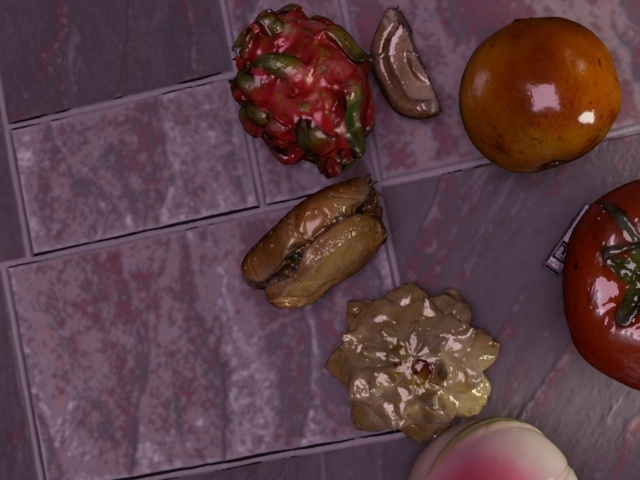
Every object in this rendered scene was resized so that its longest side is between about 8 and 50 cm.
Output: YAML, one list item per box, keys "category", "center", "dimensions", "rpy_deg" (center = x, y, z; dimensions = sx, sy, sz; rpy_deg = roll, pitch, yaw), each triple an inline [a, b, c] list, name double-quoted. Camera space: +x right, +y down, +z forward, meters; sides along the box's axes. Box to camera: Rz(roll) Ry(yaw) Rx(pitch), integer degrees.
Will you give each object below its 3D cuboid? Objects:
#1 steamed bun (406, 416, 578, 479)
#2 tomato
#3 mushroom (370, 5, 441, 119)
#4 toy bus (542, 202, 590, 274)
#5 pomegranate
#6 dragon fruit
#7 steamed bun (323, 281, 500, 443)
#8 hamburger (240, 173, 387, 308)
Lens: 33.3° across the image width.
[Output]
- category: "steamed bun"
  center: [0.274, 0.435, 1.709]
  dimensions: [0.309, 0.309, 0.309]
  rpy_deg: [0, 88, 10]
- category: "tomato"
  center: [0.543, 0.070, 1.687]
  dimensions: [0.341, 0.273, 0.341]
  rpy_deg: [-2, 84, 24]
- category: "mushroom"
  center: [0.141, -0.297, 1.860]
  dimensions: [0.094, 0.072, 0.209]
  rpy_deg: [-25, 81, 6]
- category: "toy bus"
  center: [0.427, -0.002, 1.812]
  dimensions: [0.037, 0.052, 0.130]
  rpy_deg: [34, 94, 7]
- category: "pomegranate"
  center: [0.353, -0.241, 1.742]
  dimensions: [0.264, 0.264, 0.264]
  rpy_deg: [0, 88, 10]
- category: "dragon fruit"
  center: [-0.027, -0.251, 1.813]
  dimensions: [0.237, 0.231, 0.302]
  rpy_deg: [-28, 94, -3]
- category: "steamed bun"
  center: [0.145, 0.211, 1.816]
  dimensions: [0.292, 0.137, 0.295]
  rpy_deg: [-43, 84, 9]
- category: "hamburger"
  center: [0.000, 0.000, 1.794]
  dimensions: [0.286, 0.243, 0.146]
  rpy_deg: [-35, 81, -8]
